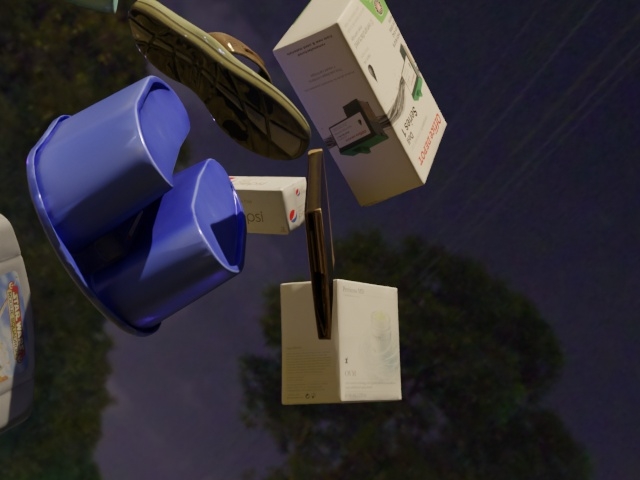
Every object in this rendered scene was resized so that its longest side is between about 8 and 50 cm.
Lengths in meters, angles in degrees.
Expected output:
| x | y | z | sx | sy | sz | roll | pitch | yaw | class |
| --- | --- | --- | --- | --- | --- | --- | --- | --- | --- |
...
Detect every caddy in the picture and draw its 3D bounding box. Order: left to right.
| x | y | z | sx | sy | sz | roll | pitch | yaw | class |
| --- | --- | --- | --- | --- | --- | --- | --- | --- | --- |
| -0.215 | -0.037 | 1.183 | 0.241 | 0.179 | 0.341 | 59 | 9 | -19 | caddy |

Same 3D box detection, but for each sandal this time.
| x | y | z | sx | sy | sz | roll | pitch | yaw | class |
| --- | --- | --- | --- | --- | --- | --- | --- | --- | --- |
| -0.124 | -0.227 | 1.379 | 0.303 | 0.086 | 0.120 | 42 | -35 | 6 | sandal |

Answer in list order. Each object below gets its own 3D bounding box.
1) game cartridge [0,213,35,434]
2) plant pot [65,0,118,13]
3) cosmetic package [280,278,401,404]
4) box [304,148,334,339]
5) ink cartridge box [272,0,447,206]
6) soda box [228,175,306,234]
| x | y | z | sx | sy | sz | roll | pitch | yaw | class |
| --- | --- | --- | --- | --- | --- | --- | --- | --- | --- |
| -0.450 | 0.121 | 1.332 | 0.062 | 0.198 | 0.297 | 6 | -74 | 29 | game cartridge |
| -0.406 | -0.506 | 1.608 | 0.290 | 0.195 | 0.290 | -176 | -90 | -81 | plant pot |
| 0.041 | 0.194 | 1.968 | 0.138 | 0.224 | 0.224 | -8 | -101 | 32 | cosmetic package |
| 0.000 | 0.000 | 1.256 | 0.201 | 0.021 | 0.164 | -89 | 174 | -65 | box |
| 0.053 | -0.175 | 1.222 | 0.093 | 0.160 | 0.219 | -18 | -63 | 29 | ink cartridge box |
| -0.122 | -0.057 | 1.629 | 0.216 | 0.069 | 0.074 | 3 | -69 | 34 | soda box |
